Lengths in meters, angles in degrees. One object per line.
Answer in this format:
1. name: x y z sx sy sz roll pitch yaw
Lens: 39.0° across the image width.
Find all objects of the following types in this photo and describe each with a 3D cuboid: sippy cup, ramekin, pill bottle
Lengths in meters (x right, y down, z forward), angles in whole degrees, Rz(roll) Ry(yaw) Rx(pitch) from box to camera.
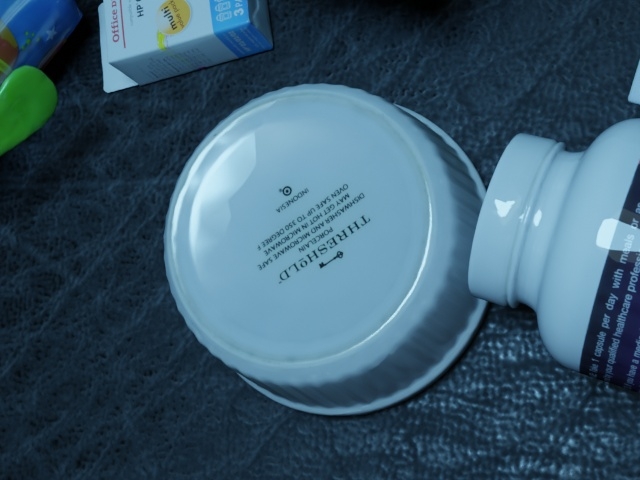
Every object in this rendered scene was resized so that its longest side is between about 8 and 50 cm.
1. sippy cup: -0.359 -0.201 0.851 0.305 0.240 0.224 45 84 -3
2. ramekin: 0.000 0.000 0.722 0.273 0.127 0.272 -4 77 18
3. pill bottle: 0.271 0.026 0.594 0.323 0.181 0.181 18 85 21

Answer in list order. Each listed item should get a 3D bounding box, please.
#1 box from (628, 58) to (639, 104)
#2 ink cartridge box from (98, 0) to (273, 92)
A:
1. box: 0.360 -0.191 0.593 0.231 0.127 0.261 18 108 22
2. ink cartridge box: -0.143 -0.215 0.852 0.181 0.061 0.104 -12 75 17
